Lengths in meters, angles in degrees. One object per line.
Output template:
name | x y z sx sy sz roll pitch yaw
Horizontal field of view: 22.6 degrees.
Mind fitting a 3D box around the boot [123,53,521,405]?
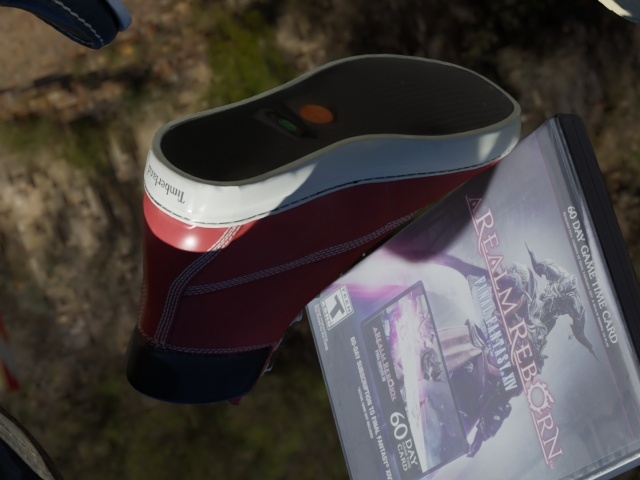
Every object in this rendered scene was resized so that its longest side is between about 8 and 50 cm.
boot | 0.000 0.000 0.882 0.244 0.088 0.176 -19 135 -36

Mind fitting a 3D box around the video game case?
video game case | 0.091 0.074 0.961 0.026 0.196 0.274 0 155 -34

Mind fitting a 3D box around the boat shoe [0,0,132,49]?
boat shoe | -0.277 -0.222 1.191 0.114 0.302 0.091 8 -114 60

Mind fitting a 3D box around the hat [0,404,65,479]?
hat | -0.186 0.237 0.812 0.134 0.331 0.331 -33 -173 -36

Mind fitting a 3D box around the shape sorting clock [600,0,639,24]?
shape sorting clock | 0.233 -0.272 1.309 0.040 0.206 0.206 -26 175 34
